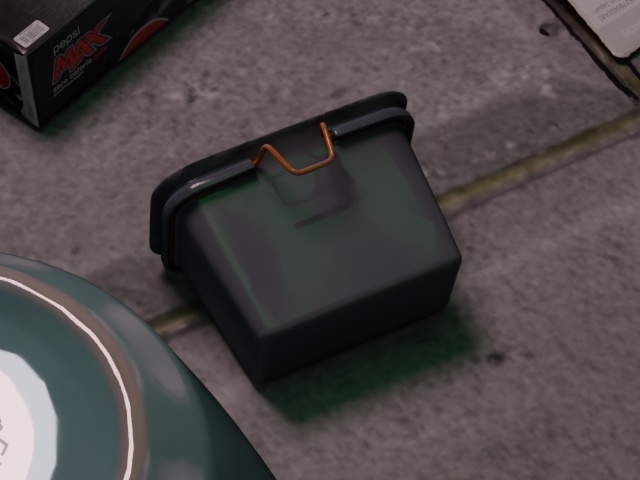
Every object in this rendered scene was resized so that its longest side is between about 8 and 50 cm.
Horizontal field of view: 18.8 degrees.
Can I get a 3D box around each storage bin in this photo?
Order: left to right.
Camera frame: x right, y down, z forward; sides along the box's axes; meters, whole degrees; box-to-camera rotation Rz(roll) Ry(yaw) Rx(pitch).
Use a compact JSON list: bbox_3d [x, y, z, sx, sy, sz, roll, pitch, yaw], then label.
[{"bbox_3d":[0.000,0.000,0.912,0.135,0.098,0.091,-22,66,-17],"label":"storage bin"}]

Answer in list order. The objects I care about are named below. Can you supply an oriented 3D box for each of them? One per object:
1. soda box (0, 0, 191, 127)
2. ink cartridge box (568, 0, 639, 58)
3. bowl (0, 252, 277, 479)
[{"bbox_3d":[-0.114,-0.138,1.033,0.053,0.060,0.169,32,59,24],"label":"soda box"},{"bbox_3d":[0.156,-0.215,1.118,0.181,0.056,0.224,-32,77,-23],"label":"ink cartridge box"},{"bbox_3d":[-0.153,0.125,0.762,0.311,0.163,0.311,0,53,0],"label":"bowl"}]
